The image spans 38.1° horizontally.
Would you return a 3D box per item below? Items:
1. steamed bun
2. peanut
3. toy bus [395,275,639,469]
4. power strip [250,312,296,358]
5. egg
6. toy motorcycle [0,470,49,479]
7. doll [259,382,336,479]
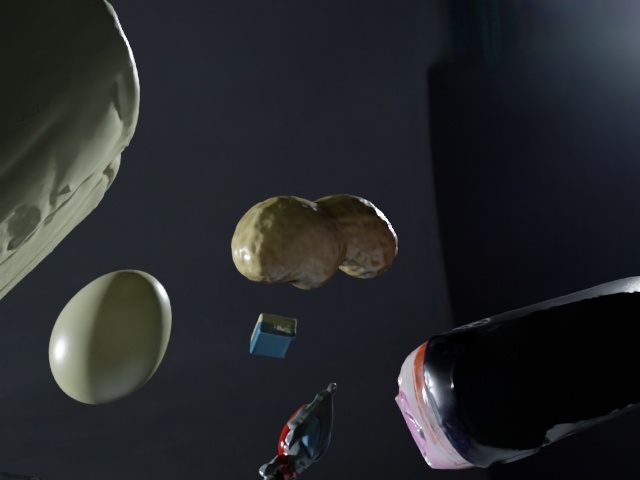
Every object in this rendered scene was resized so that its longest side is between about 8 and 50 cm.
[{"bbox_3d":[-0.349,-0.070,0.725,0.371,0.290,0.456,-49,8,-31],"label":"steamed bun"},{"bbox_3d":[0.001,0.000,1.025,0.227,0.104,0.085,-7,1,-41],"label":"peanut"},{"bbox_3d":[0.213,0.126,0.879,0.302,0.128,0.147,-14,-14,-25],"label":"toy bus"},{"bbox_3d":[-0.069,0.140,1.355,0.056,0.032,0.123,9,-23,-7],"label":"power strip"},{"bbox_3d":[-0.350,0.161,1.561,0.186,0.242,0.186,34,-2,2],"label":"egg"},{"bbox_3d":[-0.335,0.438,0.953,0.125,0.359,0.213,8,-27,8],"label":"toy motorcycle"},{"bbox_3d":[-0.016,0.165,0.751,0.039,0.057,0.114,14,65,54],"label":"doll"}]
